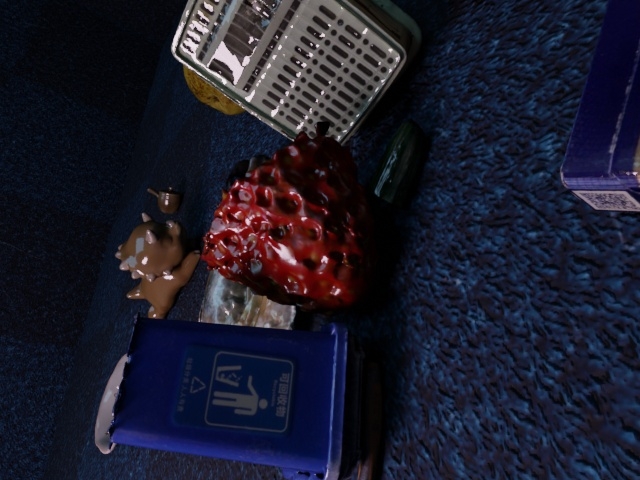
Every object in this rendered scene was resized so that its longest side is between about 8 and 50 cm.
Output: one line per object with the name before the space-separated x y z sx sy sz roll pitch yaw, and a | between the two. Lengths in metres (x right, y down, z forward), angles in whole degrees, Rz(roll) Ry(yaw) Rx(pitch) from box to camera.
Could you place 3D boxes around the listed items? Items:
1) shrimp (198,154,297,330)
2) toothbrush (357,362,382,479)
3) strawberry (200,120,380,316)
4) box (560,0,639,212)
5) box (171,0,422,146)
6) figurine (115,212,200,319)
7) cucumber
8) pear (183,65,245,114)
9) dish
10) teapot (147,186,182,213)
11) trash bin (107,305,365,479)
shrimp | -0.110 0.050 0.753 0.221 0.110 0.446 -28 53 41
toothbrush | 0.038 0.279 0.449 0.031 0.023 0.321 -18 58 45
strawberry | 0.000 0.000 0.563 0.178 0.234 0.234 42 112 26
box | 0.275 -0.096 0.243 0.259 0.071 0.168 10 81 60
box | -0.034 -0.268 0.633 0.220 0.290 0.166 -49 16 31
figurine | -0.412 0.057 1.155 0.247 0.173 0.177 -47 38 33
cucumber | 0.095 -0.092 0.556 0.048 0.048 0.105 23 90 60
pear | -0.212 -0.383 1.081 0.197 0.197 0.197 -35 45 44
dish | -0.445 0.381 1.110 0.229 0.081 0.229 -34 44 40
teapot | -0.474 -0.131 1.448 0.085 0.110 0.080 -24 -53 -71
trash bin | -0.088 0.163 0.499 0.184 0.234 0.163 132 146 -59
